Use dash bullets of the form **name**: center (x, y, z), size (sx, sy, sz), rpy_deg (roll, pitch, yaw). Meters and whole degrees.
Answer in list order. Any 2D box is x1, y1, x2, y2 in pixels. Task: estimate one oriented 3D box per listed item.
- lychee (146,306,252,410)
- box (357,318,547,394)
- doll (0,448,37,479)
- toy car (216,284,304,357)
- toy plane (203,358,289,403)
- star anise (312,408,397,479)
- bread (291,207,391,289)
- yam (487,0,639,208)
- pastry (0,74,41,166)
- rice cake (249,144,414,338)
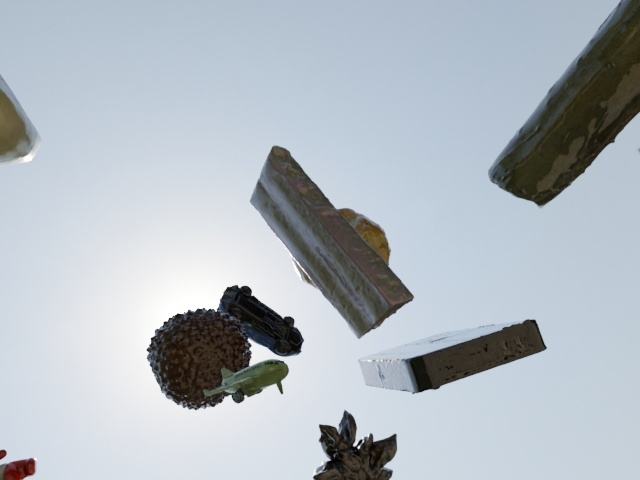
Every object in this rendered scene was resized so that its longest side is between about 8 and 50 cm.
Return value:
- **lychee**: center (-0.209, 0.208, 0.988), size (0.188, 0.188, 0.188), rpy_deg (-9, -67, -23)
- **box**: center (0.197, 0.193, 0.918), size (0.211, 0.350, 0.058), rpy_deg (-14, -101, -11)
- **doll**: center (-0.708, 0.505, 1.114), size (0.245, 0.142, 0.076), rpy_deg (-3, -30, -16)
- **toy car**: center (-0.129, 0.181, 1.189), size (0.216, 0.103, 0.063), rpy_deg (38, -63, -14)
- **toy plane**: center (-0.075, 0.155, 0.611), size (0.102, 0.111, 0.040), rpy_deg (-14, -92, -54)
- **star anise**: center (0.071, 0.477, 1.127), size (0.212, 0.129, 0.282), rpy_deg (-41, -72, -51)
- **bread**: center (0.048, 0.013, 1.285), size (0.245, 0.244, 0.134), rpy_deg (-20, -51, -18)
- **yam**: center (0.262, -0.177, 0.403), size (0.083, 0.083, 0.371), rpy_deg (11, -53, -29)
- **pastry**: center (-0.346, -0.133, 0.529), size (0.092, 0.156, 0.156), rpy_deg (-39, -59, -4)
- **rice cake**: center (0.000, 0.002, 0.774), size (0.050, 0.298, 0.106), rpy_deg (-21, -28, -39)
